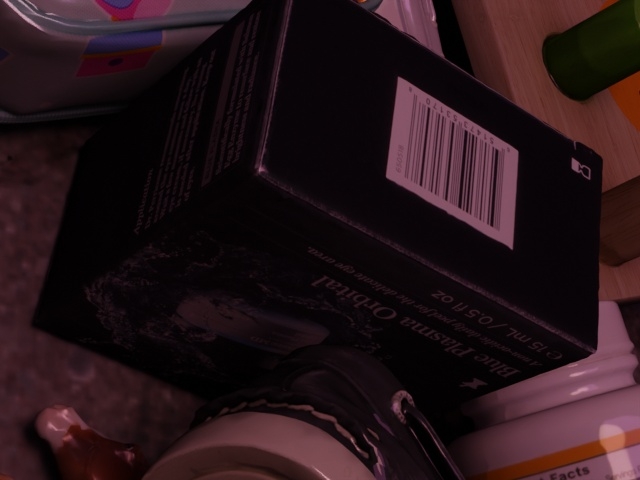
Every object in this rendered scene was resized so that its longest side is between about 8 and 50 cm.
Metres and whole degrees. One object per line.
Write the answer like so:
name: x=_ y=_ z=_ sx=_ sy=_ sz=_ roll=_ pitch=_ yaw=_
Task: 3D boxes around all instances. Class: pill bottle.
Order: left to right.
pill bottle: x=0.126 y=0.140 z=0.556 sx=0.117 sy=0.117 sz=0.215 roll=-5 pitch=74 yaw=-41

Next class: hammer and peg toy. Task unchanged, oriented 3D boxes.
hammer and peg toy: x=0.171 y=-0.143 z=0.716 sx=0.266 sy=0.127 sz=0.361 roll=-4 pitch=73 yaw=-41

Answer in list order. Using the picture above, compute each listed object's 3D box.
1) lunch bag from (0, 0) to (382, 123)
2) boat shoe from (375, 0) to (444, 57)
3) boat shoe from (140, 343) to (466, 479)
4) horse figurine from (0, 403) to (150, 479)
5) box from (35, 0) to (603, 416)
lunch bag: x=-0.109 y=-0.191 z=0.520 sx=0.224 sy=0.108 sz=0.279 roll=-16 pitch=80 yaw=-40
boat shoe: x=0.030 y=-0.121 z=0.636 sx=0.063 sy=0.066 sz=0.184 roll=3 pitch=66 yaw=-54
boat shoe: x=0.049 y=0.187 z=0.466 sx=0.340 sy=0.127 sz=0.113 roll=59 pitch=28 yaw=-14
horse figurine: x=-0.117 y=0.109 z=0.349 sx=0.174 sy=0.066 sz=0.263 roll=38 pitch=11 yaw=-22
box: x=0.000 y=0.000 z=0.487 sx=0.156 sy=0.158 sz=0.093 roll=27 pitch=55 yaw=-28
